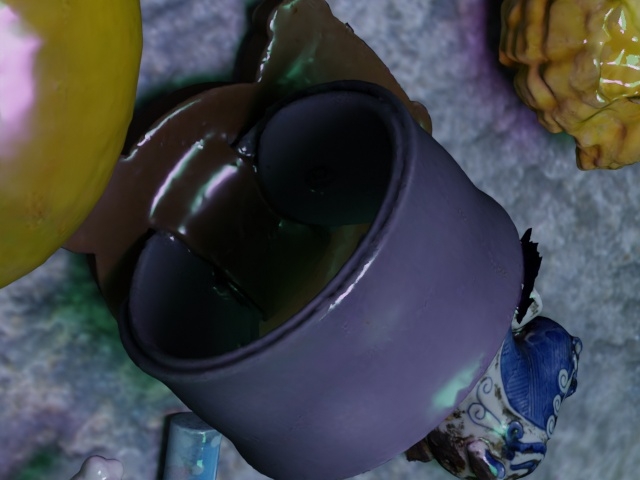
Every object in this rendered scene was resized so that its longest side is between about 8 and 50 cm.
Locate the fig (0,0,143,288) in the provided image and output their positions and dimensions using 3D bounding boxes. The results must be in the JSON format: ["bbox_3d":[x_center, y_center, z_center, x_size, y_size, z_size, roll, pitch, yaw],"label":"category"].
[{"bbox_3d":[-0.259,-0.122,1.202,0.343,0.343,0.343,-12,112,-30],"label":"fig"}]

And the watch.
[{"bbox_3d":[0.000,0.000,1.537,0.335,0.327,0.314,-51,126,-9],"label":"watch"}]

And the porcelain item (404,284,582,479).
[{"bbox_3d":[0.145,0.091,1.788,0.186,0.138,0.288,-44,127,-26],"label":"porcelain item"}]

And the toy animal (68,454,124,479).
[{"bbox_3d":[-0.274,0.279,1.582,0.282,0.138,0.140,-42,132,-23],"label":"toy animal"}]

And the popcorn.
[{"bbox_3d":[0.272,-0.173,1.745,0.250,0.190,0.250,-10,114,-23],"label":"popcorn"}]

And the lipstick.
[{"bbox_3d":[-0.115,0.229,1.714,0.048,0.048,0.158,-1,107,-33],"label":"lipstick"}]
